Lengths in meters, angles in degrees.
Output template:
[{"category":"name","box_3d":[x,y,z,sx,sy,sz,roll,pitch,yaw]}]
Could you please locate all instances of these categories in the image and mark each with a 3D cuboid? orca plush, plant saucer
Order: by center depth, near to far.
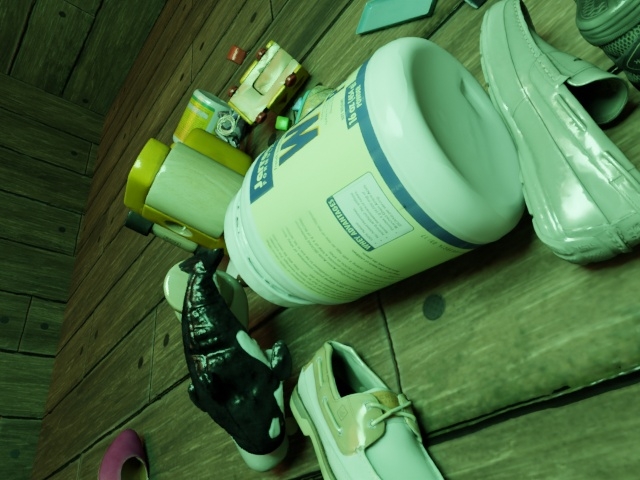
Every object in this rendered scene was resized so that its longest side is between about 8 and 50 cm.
[{"category":"orca plush","box_3d":[-0.119,0.153,0.609,0.102,0.151,0.287,-28,-69,-86]},{"category":"plant saucer","box_3d":[0.135,-0.409,0.833,0.192,0.018,0.067,18,88,54]}]

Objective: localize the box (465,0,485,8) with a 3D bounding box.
[{"category":"box","box_3d":[0.243,-0.459,0.636,0.207,0.108,0.153,-37,47,38]}]

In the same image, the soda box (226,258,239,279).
[{"category":"soda box","box_3d":[-0.116,-0.021,0.930,0.074,0.069,0.216,3,76,54]}]

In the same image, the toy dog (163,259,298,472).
[{"category":"toy dog","box_3d":[-0.117,0.166,0.749,0.333,0.161,0.220,68,162,-10]}]

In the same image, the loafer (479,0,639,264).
[{"category":"loafer","box_3d":[0.248,-0.132,0.477,0.111,0.112,0.319,-28,60,37]}]

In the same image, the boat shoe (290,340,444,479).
[{"category":"boat shoe","box_3d":[0.056,0.220,0.544,0.302,0.113,0.103,30,104,55]}]

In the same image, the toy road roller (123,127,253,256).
[{"category":"toy road roller","box_3d":[-0.219,-0.111,0.880,0.329,0.203,0.240,-28,37,63]}]

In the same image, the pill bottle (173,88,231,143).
[{"category":"pill bottle","box_3d":[-0.345,-0.309,1.336,0.208,0.118,0.117,-58,37,17]}]

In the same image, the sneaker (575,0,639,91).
[{"category":"sneaker","box_3d":[0.315,-0.219,0.454,0.087,0.130,0.227,-35,20,45]}]

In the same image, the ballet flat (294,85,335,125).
[{"category":"ballet flat","box_3d":[-0.021,-0.094,0.818,0.123,0.123,0.348,25,96,55]}]

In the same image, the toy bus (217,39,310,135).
[{"category":"toy bus","box_3d":[-0.116,-0.325,1.031,0.202,0.104,0.190,-1,93,15]}]

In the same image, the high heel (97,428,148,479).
[{"category":"high heel","box_3d":[-0.364,0.539,0.990,0.181,0.127,0.377,-30,39,4]}]

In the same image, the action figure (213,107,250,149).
[{"category":"action figure","box_3d":[-0.217,-0.220,1.128,0.185,0.099,0.285,128,153,-51]}]

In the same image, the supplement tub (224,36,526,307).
[{"category":"supplement tub","box_3d":[0.049,-0.056,0.583,0.325,0.235,0.235,-30,51,42]}]
